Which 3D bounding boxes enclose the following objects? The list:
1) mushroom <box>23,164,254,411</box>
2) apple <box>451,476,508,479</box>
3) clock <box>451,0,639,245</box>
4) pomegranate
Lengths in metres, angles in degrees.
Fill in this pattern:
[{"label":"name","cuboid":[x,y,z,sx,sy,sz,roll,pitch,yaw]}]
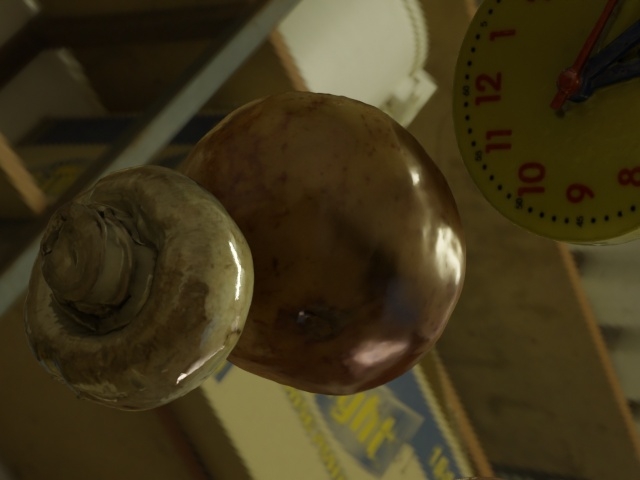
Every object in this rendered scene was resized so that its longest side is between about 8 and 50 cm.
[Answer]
[{"label":"mushroom","cuboid":[-0.126,0.031,0.958,0.166,0.166,0.127,0,-14,42]},{"label":"apple","cuboid":[0.167,0.337,1.497,0.188,0.188,0.174,49,-28,-16]},{"label":"clock","cuboid":[0.236,-0.135,1.271,0.293,0.071,0.277,-9,-100,39]},{"label":"pomegranate","cuboid":[0.000,0.000,1.136,0.248,0.248,0.248,24,-37,19]}]
